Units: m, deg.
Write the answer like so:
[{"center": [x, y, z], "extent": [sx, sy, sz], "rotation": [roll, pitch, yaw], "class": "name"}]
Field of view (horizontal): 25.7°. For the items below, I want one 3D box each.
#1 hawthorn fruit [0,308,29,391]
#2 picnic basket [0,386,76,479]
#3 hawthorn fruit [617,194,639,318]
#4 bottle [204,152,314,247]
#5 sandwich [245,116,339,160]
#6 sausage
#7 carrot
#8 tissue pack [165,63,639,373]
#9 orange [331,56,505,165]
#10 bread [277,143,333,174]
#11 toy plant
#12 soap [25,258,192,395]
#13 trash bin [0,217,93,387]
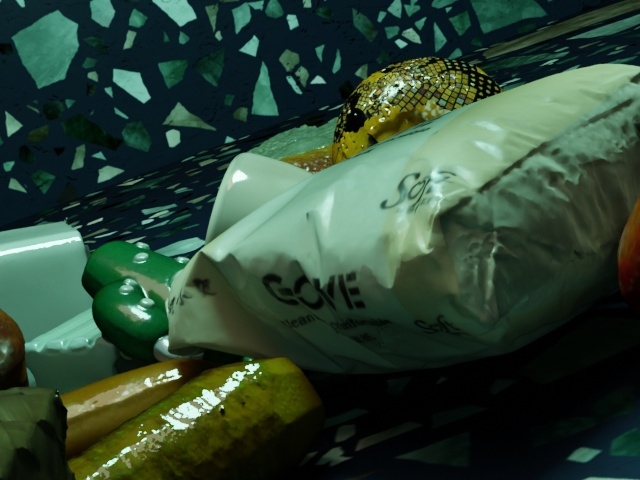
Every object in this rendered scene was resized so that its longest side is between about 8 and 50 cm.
[{"center": [-0.432, 0.146, 1.438], "extent": [0.261, 0.224, 0.224], "rotation": [3, 21, 27], "class": "hawthorn fruit"}, {"center": [-0.311, 0.226, 0.838], "extent": [0.321, 0.254, 0.291], "rotation": [-4, 12, 6], "class": "picnic basket"}, {"center": [0.304, 0.020, 1.041], "extent": [0.179, 0.179, 0.200], "rotation": [-5, 35, 49], "class": "hawthorn fruit"}, {"center": [0.000, 0.000, 1.562], "extent": [0.236, 0.147, 0.147], "rotation": [16, 16, 3], "class": "bottle"}, {"center": [0.031, -0.116, 2.156], "extent": [0.325, 0.131, 0.262], "rotation": [-15, 14, 22], "class": "sandwich"}, {"center": [-0.203, 0.179, 1.257], "extent": [0.274, 0.105, 0.105], "rotation": [-20, 12, -8], "class": "sausage"}, {"center": [-0.132, 0.191, 1.085], "extent": [0.302, 0.114, 0.114], "rotation": [-30, 16, -30], "class": "carrot"}, {"center": [0.100, -0.005, 1.223], "extent": [0.375, 0.195, 0.390], "rotation": [-12, 13, 47], "class": "tissue pack"}, {"center": [0.130, -0.102, 1.659], "extent": [0.234, 0.234, 0.182], "rotation": [-18, -11, 6], "class": "orange"}, {"center": [0.080, -0.073, 1.825], "extent": [0.380, 0.109, 0.185], "rotation": [-28, 52, -36], "class": "bread"}, {"center": [-0.131, 0.079, 1.429], "extent": [0.232, 0.112, 0.243], "rotation": [12, 16, -32], "class": "toy plant"}, {"center": [-0.192, 0.104, 1.611], "extent": [0.160, 0.087, 0.265], "rotation": [-8, 16, 38], "class": "soap"}, {"center": [-0.447, 0.109, 1.674], "extent": [0.368, 0.255, 0.296], "rotation": [-14, 8, -16], "class": "trash bin"}]
